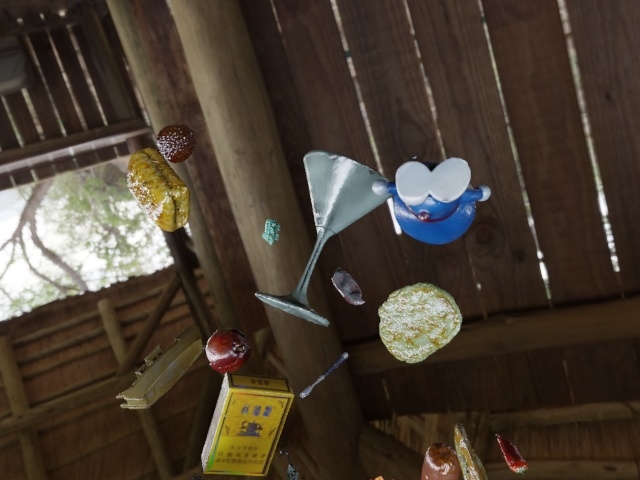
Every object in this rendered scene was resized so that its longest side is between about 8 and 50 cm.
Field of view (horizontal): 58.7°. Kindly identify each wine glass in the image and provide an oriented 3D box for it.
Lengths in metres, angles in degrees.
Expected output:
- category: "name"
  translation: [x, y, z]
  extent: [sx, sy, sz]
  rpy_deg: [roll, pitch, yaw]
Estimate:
- category: "wine glass"
  translation: [0.000, 0.000, 1.490]
  extent: [0.267, 0.267, 0.405]
  rpy_deg: [4, -113, 61]

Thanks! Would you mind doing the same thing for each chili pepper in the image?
- category: "chili pepper"
  translation: [0.071, 0.121, 1.452]
  extent: [0.050, 0.041, 0.153]
  rpy_deg: [-43, -133, 5]
- category: "chili pepper"
  translation: [0.491, 0.545, 1.471]
  extent: [0.045, 0.027, 0.178]
  rpy_deg: [-17, -167, 2]

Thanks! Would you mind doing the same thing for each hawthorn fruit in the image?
- category: "hawthorn fruit"
  translation: [-0.288, 0.350, 1.829]
  extent: [0.148, 0.148, 0.172]
  rpy_deg: [-24, 179, -33]

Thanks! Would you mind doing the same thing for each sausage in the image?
- category: "sausage"
  translation: [0.351, 0.680, 1.665]
  extent: [0.114, 0.259, 0.113]
  rpy_deg: [-2, -133, 2]

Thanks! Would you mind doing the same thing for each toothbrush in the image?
- category: "toothbrush"
  translation: [0.018, 0.443, 1.887]
  extent: [0.288, 0.024, 0.026]
  rpy_deg: [-30, 160, -54]

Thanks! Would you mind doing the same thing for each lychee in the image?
- category: "lychee"
  translation: [-0.452, -0.309, 1.785]
  extent: [0.129, 0.123, 0.123]
  rpy_deg: [-53, -159, -12]

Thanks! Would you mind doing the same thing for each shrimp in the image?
- category: "shrimp"
  translation: [0.327, 0.497, 1.214]
  extent: [0.051, 0.115, 0.217]
  rpy_deg: [-22, -126, 10]

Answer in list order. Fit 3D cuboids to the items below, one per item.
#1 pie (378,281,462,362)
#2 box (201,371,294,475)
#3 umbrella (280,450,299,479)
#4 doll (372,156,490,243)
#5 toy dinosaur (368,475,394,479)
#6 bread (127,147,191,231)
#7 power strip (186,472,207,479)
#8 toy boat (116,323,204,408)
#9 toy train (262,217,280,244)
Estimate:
- category: "pie"
  translation: [0.265, 0.217, 1.575]
  extent: [0.248, 0.201, 0.090]
  rpy_deg: [-43, 177, 30]
- category: "box"
  translation: [-0.214, 0.533, 1.643]
  extent: [0.193, 0.301, 0.084]
  rpy_deg: [11, -161, -22]
- category: "umbrella"
  translation: [-0.073, 0.764, 1.767]
  extent: [0.044, 0.268, 0.044]
  rpy_deg: [-8, -161, 23]
- category: "doll"
  translation: [0.211, -0.089, 1.083]
  extent: [0.216, 0.161, 0.257]
  rpy_deg: [8, 167, 11]
- category: "toy dinosaur"
  translation: [0.149, 0.624, 1.350]
  extent: [0.117, 0.288, 0.070]
  rpy_deg: [-55, 178, -14]
- category: "bread"
  translation: [-0.352, -0.112, 1.233]
  extent: [0.084, 0.113, 0.211]
  rpy_deg: [-12, -141, -35]
- category: "power strip"
  translation: [-0.323, 0.722, 1.576]
  extent: [0.061, 0.145, 0.215]
  rpy_deg: [-61, 174, -10]
- category: "toy boat"
  translation: [-0.307, 0.242, 1.103]
  extent: [0.072, 0.064, 0.206]
  rpy_deg: [18, -137, 29]
- category: "toy train"
  translation: [-0.131, -0.025, 1.516]
  extent: [0.029, 0.045, 0.092]
  rpy_deg: [-39, 160, -29]
